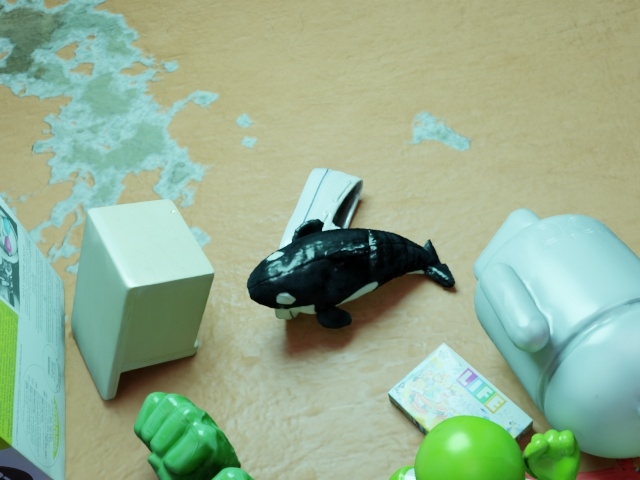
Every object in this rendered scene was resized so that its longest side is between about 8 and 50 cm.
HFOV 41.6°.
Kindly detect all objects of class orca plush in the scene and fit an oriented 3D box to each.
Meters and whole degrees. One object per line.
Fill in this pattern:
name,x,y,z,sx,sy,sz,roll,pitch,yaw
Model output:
orca plush,0.053,0.040,1.120,0.287,0.102,0.151,7,75,-18

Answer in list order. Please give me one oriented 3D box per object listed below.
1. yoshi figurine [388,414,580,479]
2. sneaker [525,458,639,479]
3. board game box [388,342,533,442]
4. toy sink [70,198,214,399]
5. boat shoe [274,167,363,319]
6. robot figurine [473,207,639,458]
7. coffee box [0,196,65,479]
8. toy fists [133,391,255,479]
yoshi figurine,0.227,0.287,0.818,0.362,0.203,0.203,18,82,21
sneaker,0.357,0.293,0.934,0.279,0.107,0.118,6,49,13
board game box,0.175,0.215,1.067,0.103,0.026,0.154,-39,57,-17
toy sink,-0.247,0.083,1.162,0.131,0.234,0.152,-9,47,-33
boat shoe,0.000,0.000,1.210,0.084,0.095,0.258,7,60,17
robot figurine,0.313,0.106,0.983,0.300,0.199,0.353,14,29,-30
coffee box,-0.542,0.148,1.063,0.338,0.334,0.338,-13,56,0
toy fists,-0.126,0.292,1.000,0.096,0.142,0.279,-36,56,-14
